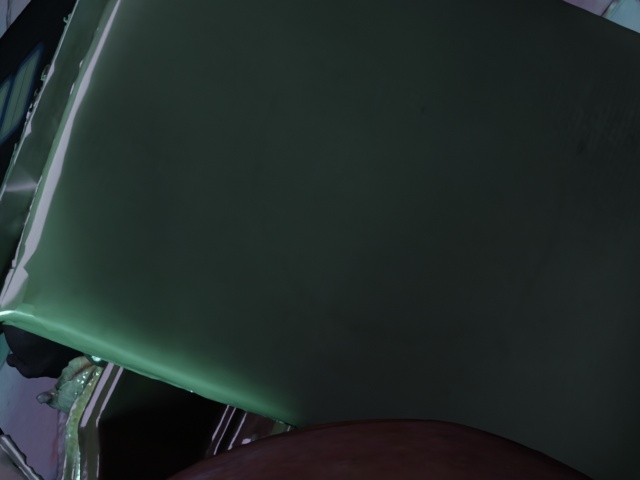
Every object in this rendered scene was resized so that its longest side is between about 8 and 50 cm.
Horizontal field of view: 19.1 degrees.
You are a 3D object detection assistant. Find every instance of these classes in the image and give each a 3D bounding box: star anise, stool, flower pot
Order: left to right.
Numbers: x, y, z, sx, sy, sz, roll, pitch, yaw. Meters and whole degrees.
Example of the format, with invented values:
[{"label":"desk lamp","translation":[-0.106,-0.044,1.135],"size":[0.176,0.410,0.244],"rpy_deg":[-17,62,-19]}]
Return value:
[{"label":"star anise","translation":[-0.109,0.082,1.192],"size":[0.195,0.065,0.182],"rpy_deg":[-58,27,-3]},{"label":"flower pot","translation":[-0.016,0.051,0.973],"size":[0.179,0.084,0.250],"rpy_deg":[22,86,54]},{"label":"stool","translation":[0.000,0.000,0.731],"size":[0.270,0.244,0.170],"rpy_deg":[155,136,-75]}]

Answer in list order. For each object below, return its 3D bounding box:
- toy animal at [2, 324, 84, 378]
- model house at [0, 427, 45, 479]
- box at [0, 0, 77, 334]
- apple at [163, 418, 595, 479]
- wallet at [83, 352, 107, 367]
[{"label":"toy animal","translation":[-0.147,-0.010,1.354],"size":[0.269,0.082,0.137],"rpy_deg":[-53,27,13]},{"label":"model house","translation":[-0.281,0.258,1.238],"size":[0.237,0.202,0.237],"rpy_deg":[47,139,30]},{"label":"box","translation":[-0.241,-0.085,1.625],"size":[0.350,0.091,0.359],"rpy_deg":[-39,32,46]},{"label":"apple","translation":[0.008,0.204,0.515],"size":[0.306,0.235,0.305],"rpy_deg":[36,131,54]},{"label":"wallet","translation":[-0.025,-0.063,1.122],"size":[0.321,0.044,0.170],"rpy_deg":[-37,29,25]}]
